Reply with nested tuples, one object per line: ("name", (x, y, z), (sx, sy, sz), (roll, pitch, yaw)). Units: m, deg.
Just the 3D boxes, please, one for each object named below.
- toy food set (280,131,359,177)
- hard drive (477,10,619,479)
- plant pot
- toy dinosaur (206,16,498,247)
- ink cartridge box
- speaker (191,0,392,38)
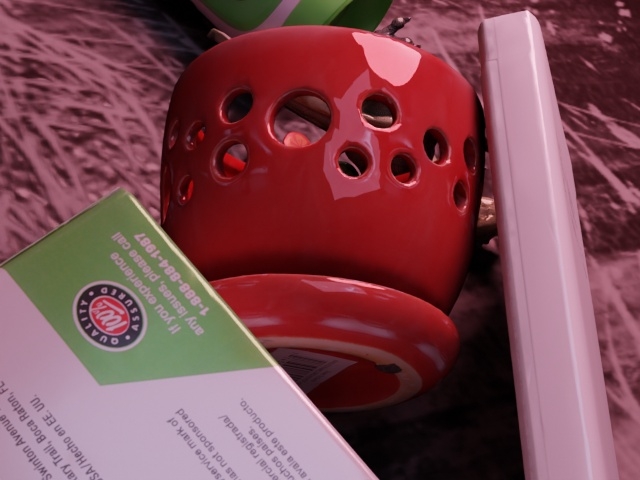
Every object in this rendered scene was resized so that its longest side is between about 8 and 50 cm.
("toy food set", (-0.014, -0.040, 0.784), (0.083, 0.020, 0.083), (27, 47, -5))
("hard drive", (0.139, 0.050, 0.654), (0.040, 0.203, 0.308), (-9, 63, 15))
("plant pot", (0.000, 0.000, 0.642), (0.191, 0.191, 0.174), (12, 64, -20))
("toy dinosaur", (0.048, -0.080, 0.761), (0.268, 0.118, 0.064), (36, 56, -11))
("ink cartridge box", (-0.133, 0.150, 0.453), (0.289, 0.121, 0.211), (-35, 75, -23))
("speaker", (-0.083, -0.253, 0.843), (0.296, 0.131, 0.131), (45, 48, 10))
